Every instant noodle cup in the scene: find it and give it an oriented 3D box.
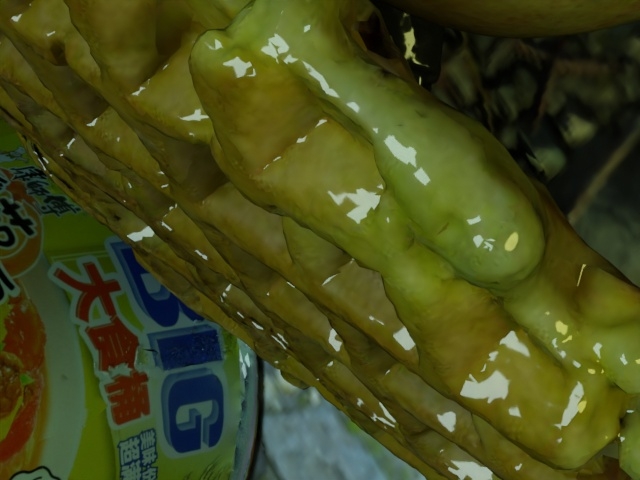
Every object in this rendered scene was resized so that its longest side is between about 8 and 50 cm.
[{"bbox_3d":[-0.144,0.049,0.695,0.205,0.153,0.205,8,101,43],"label":"instant noodle cup"}]

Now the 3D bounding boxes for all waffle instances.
[{"bbox_3d":[-0.007,-0.006,0.522,0.301,0.281,0.058,41,79,13],"label":"waffle"}]

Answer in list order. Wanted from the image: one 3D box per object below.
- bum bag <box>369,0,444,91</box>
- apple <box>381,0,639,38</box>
[{"bbox_3d":[0.010,-0.116,0.595,0.087,0.049,0.197,-163,69,-65],"label":"bum bag"},{"bbox_3d":[0.049,-0.137,0.461,0.155,0.182,0.182,-43,68,40],"label":"apple"}]
